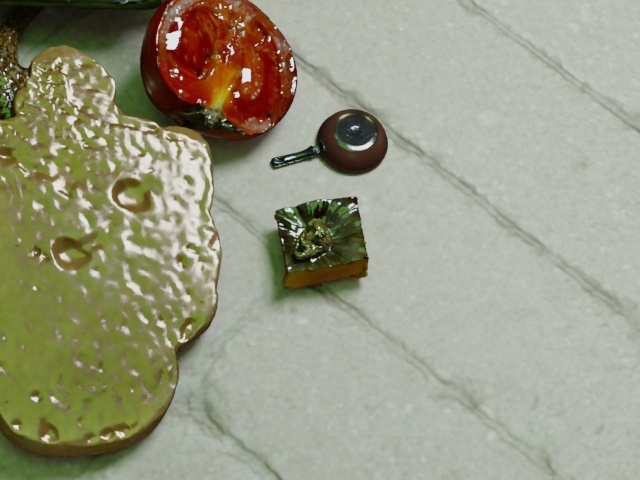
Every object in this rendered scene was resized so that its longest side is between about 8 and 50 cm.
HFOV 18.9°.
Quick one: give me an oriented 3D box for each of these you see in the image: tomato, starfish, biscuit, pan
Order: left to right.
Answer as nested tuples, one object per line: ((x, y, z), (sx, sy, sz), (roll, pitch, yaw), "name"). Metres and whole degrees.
((-0.306, -0.150, 1.797), (0.213, 0.057, 0.238), (15, 63, -5), "starfish")
((-0.223, 0.006, 1.698), (0.269, 0.051, 0.376), (1, 72, -14), "biscuit")
((-0.106, -0.157, 1.799), (0.159, 0.091, 0.139), (23, 65, -27), "tomato")
((0.009, -0.091, 1.808), (0.115, 0.023, 0.068), (-16, 66, -13), "pan")

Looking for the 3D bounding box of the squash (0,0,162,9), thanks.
((-0.262, -0.293, 1.845), (0.252, 0.093, 0.169), (3, 74, 4), "squash")

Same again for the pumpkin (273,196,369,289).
((0.000, 0.000, 1.744), (0.083, 0.054, 0.074), (-10, 59, -4), "pumpkin")
